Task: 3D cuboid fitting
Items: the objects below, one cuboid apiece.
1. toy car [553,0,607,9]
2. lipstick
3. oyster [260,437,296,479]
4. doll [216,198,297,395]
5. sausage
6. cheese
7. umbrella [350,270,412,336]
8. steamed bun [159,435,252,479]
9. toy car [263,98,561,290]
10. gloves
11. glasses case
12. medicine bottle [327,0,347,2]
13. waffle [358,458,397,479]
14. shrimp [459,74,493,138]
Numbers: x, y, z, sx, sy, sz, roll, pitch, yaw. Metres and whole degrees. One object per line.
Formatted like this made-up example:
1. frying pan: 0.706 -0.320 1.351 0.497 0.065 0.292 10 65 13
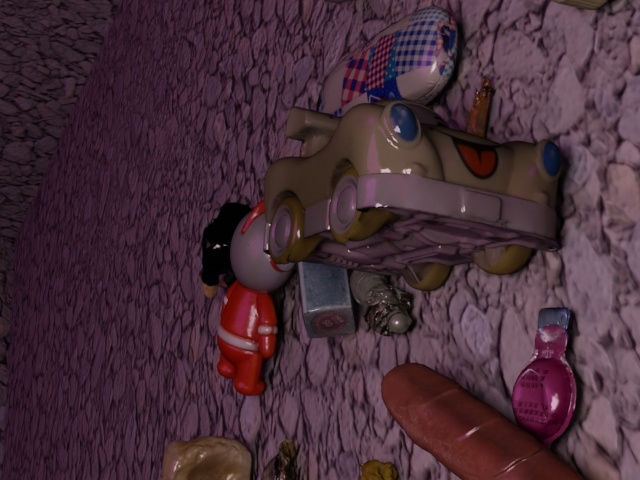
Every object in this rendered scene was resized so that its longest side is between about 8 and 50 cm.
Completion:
1. toy car: 0.294 -0.343 1.012 0.235 0.145 0.235 -169 90 -80
2. lipstick: 0.000 0.000 1.424 0.076 0.078 0.289 79 -176 -53
3. oyster: -0.059 0.364 1.403 0.108 0.053 0.165 104 165 -76
4. doll: -0.099 0.072 1.580 0.200 0.105 0.336 28 110 60
5. sausage: 0.184 0.224 0.936 0.433 0.088 0.087 36 109 53
6. cheese: 0.225 0.138 0.986 0.095 0.038 0.145 -8 70 60
7. umbrella: 0.080 0.079 1.280 0.067 0.062 0.143 -40 31 1
8. steamed bun: -0.200 0.385 1.574 0.155 0.141 0.172 -173 93 -67
9. toy car: 0.093 -0.075 1.126 0.336 0.242 0.226 -22 60 62
10. gloves: -0.157 0.028 1.736 0.180 0.106 0.129 93 174 -55
11. glasses case: 0.085 -0.224 1.392 0.327 0.076 0.125 -22 60 59
12. medicine bottle: 0.067 -0.478 1.494 0.250 0.131 0.131 -38 45 50
13. waffle: 0.103 0.369 1.074 0.293 0.069 0.259 -23 56 59
14. shrimp: 0.182 -0.145 1.224 0.091 0.025 0.127 36 112 63
